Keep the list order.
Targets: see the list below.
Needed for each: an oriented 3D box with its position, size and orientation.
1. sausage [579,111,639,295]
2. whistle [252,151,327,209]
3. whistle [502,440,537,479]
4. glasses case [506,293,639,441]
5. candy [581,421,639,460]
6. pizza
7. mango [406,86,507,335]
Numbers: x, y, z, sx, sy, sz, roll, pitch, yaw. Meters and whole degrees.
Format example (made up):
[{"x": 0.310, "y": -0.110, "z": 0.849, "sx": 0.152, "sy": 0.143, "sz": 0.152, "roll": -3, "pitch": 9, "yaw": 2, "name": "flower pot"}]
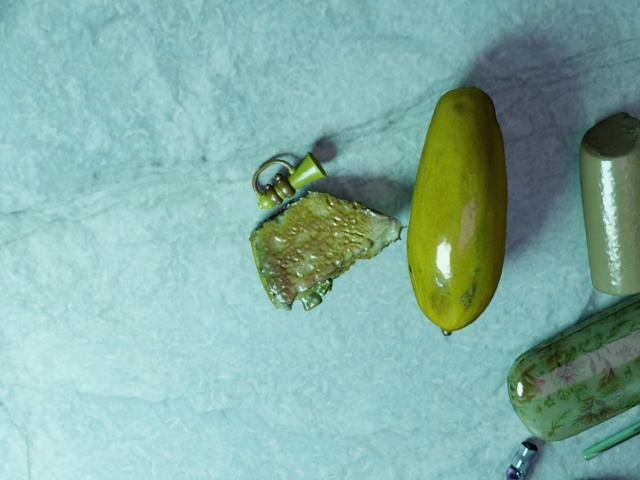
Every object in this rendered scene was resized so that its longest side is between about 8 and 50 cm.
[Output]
[{"x": 0.452, "y": -0.054, "z": 1.854, "sx": 0.123, "sy": 0.123, "sz": 0.253, "roll": -14, "pitch": 110, "yaw": -5, "name": "sausage"}, {"x": -0.051, "y": -0.088, "z": 1.793, "sx": 0.109, "sy": 0.046, "sz": 0.057, "roll": -30, "pitch": 126, "yaw": 7, "name": "whistle"}, {"x": 0.308, "y": 0.408, "z": 2.032, "sx": 0.033, "sy": 0.033, "sz": 0.176, "roll": 18, "pitch": 104, "yaw": -16, "name": "whistle"}, {"x": 0.495, "y": 0.174, "z": 1.951, "sx": 0.425, "sy": 0.098, "sz": 0.156, "roll": -26, "pitch": 109, "yaw": 0, "name": "glasses case"}, {"x": 0.621, "y": 0.247, "z": 2.008, "sx": 0.440, "sy": 0.119, "sz": 0.119, "roll": -29, "pitch": 111, "yaw": 8, "name": "candy"}, {"x": 0.000, "y": 0.000, "z": 1.823, "sx": 0.226, "sy": 0.069, "sz": 0.147, "roll": -38, "pitch": 89, "yaw": 0, "name": "pizza"}, {"x": 0.197, "y": -0.040, "z": 1.777, "sx": 0.144, "sy": 0.187, "sz": 0.359, "roll": 3, "pitch": 108, "yaw": 2, "name": "mango"}]
